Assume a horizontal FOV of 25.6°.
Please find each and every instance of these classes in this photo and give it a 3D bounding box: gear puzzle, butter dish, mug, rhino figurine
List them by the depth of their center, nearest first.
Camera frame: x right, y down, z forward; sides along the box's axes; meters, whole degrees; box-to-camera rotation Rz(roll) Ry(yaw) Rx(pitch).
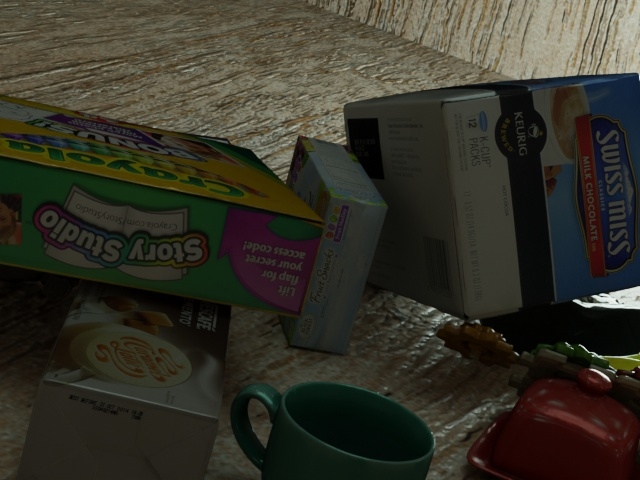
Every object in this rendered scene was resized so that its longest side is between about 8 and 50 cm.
[{"bbox_3d":[0.010,0.181,1.147,0.129,0.097,0.157,2,23,-37],"label":"mug"},{"bbox_3d":[0.241,0.177,1.328,0.160,0.118,0.160,23,20,17],"label":"butter dish"},{"bbox_3d":[-0.345,-0.004,1.414,0.243,0.073,0.106,16,9,6],"label":"rhino figurine"},{"bbox_3d":[0.280,0.143,1.424,0.339,0.044,0.175,18,-20,7],"label":"gear puzzle"}]

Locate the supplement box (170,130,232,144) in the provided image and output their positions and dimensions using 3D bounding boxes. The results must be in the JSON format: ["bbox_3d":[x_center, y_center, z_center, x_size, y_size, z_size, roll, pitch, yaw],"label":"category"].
[{"bbox_3d":[-0.132,-0.050,1.682,0.080,0.104,0.188,7,20,-25],"label":"supplement box"}]

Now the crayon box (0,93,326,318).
[{"bbox_3d":[-0.212,-0.048,1.330,0.363,0.106,0.313,11,11,-18],"label":"crayon box"}]

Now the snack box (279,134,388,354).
[{"bbox_3d":[0.000,0.000,1.541,0.070,0.174,0.207,10,19,-16],"label":"snack box"}]

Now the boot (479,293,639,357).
[{"bbox_3d":[0.263,0.076,1.709,0.236,0.085,0.178,7,16,-25],"label":"boot"}]

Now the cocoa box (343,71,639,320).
[{"bbox_3d":[0.192,-0.060,1.577,0.228,0.231,0.347,-9,7,-15],"label":"cocoa box"}]

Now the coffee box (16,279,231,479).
[{"bbox_3d":[-0.155,0.120,1.177,0.141,0.098,0.246,15,18,-5],"label":"coffee box"}]

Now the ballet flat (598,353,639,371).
[{"bbox_3d":[0.373,0.160,1.572,0.231,0.077,0.077,-5,35,-35],"label":"ballet flat"}]
